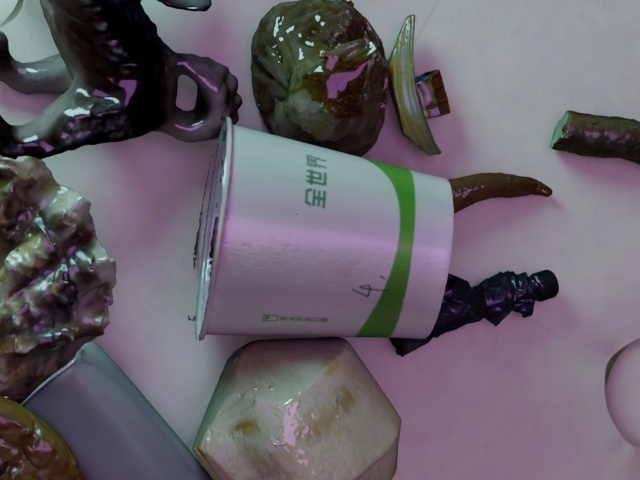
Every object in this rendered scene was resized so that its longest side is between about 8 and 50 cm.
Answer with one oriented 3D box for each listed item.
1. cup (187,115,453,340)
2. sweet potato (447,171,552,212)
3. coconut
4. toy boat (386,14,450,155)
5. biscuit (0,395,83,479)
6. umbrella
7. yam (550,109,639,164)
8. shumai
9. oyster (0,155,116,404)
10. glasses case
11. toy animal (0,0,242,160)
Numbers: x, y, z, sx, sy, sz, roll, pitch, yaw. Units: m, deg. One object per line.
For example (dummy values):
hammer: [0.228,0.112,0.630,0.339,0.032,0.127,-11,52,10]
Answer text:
cup: [0.000,0.000,1.661,0.274,0.253,0.253,6,87,-7]
sweet potato: [0.186,-0.057,1.820,0.214,0.050,0.050,-13,91,-15]
coconut: [-0.034,0.216,1.679,0.241,0.241,0.241,0,88,-12]
toy boat: [0.118,-0.188,1.799,0.066,0.065,0.172,-14,96,1]
biscuit: [-0.392,0.301,1.619,0.296,0.075,0.296,-2,110,-6]
umbrella: [0.185,0.073,1.808,0.224,0.080,0.071,-14,56,-15]
yam: [0.415,-0.118,1.863,0.253,0.061,0.061,11,86,-11]
shumai: [0.000,-0.187,1.708,0.166,0.175,0.206,-15,92,2]
oyster: [-0.370,0.083,1.649,0.238,0.115,0.351,39,93,-6]
glasses case: [-0.220,0.256,1.698,0.128,0.083,0.308,-34,109,9]
toy animal: [-0.216,-0.264,1.638,0.303,0.194,0.344,5,118,-16]
